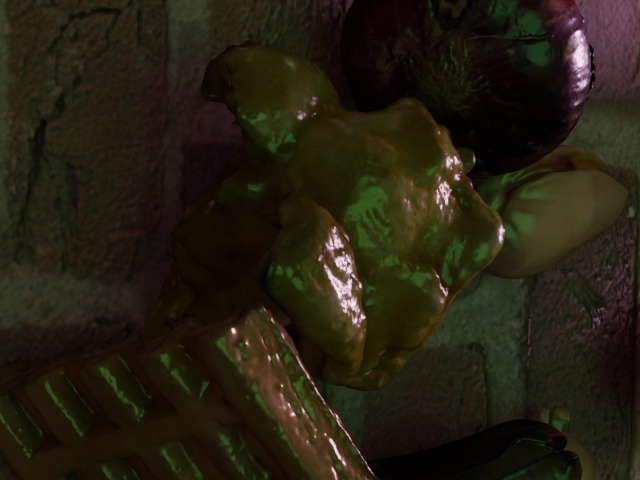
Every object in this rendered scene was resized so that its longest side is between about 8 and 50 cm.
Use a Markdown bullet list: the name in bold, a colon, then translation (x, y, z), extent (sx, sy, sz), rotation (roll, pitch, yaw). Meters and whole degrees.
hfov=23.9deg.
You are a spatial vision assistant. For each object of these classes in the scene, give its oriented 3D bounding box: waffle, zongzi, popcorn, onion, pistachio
- **waffle**: translation (-0.103, 0.207, 1.280), extent (0.304, 0.348, 0.077), rotation (58, 41, -16)
- **zongzi**: translation (0.062, 0.232, 1.454), extent (0.300, 0.138, 0.286), rotation (39, 79, 8)
- **popcorn**: translation (0.001, 0.011, 1.334), extent (0.290, 0.326, 0.321), rotation (17, 94, -8)
- **onion**: translation (0.145, -0.179, 1.456), extent (0.190, 0.246, 0.246), rotation (-45, 114, -46)
- **pistachio**: translation (0.221, -0.031, 1.572), extent (0.200, 0.117, 0.145), rotation (-18, 140, -34)

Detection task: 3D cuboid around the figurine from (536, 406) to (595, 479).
- **figurine**: translation (0.177, 0.354, 1.547), extent (0.274, 0.226, 0.394), rotation (17, 77, 0)
